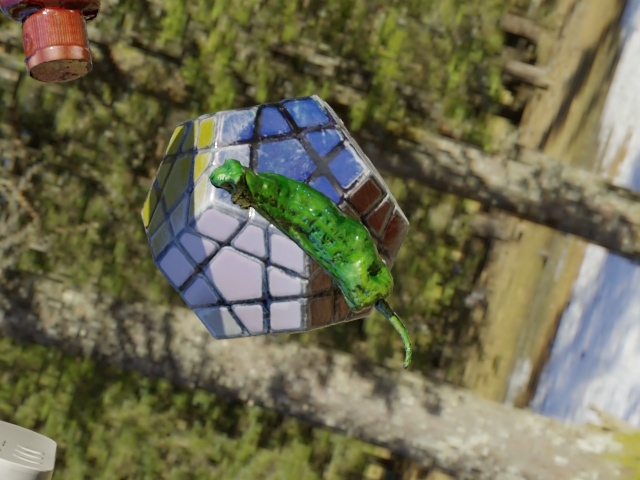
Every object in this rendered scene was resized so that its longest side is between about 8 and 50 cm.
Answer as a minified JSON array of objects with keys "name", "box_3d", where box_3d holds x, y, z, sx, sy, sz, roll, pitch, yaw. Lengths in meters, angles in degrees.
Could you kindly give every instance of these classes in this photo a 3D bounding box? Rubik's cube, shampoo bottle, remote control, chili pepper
[{"name":"Rubik's cube","box_3d":[-0.055,-0.026,1.473,0.264,0.319,0.319,105,-179,-63]},{"name":"shampoo bottle","box_3d":[-0.260,-0.280,1.155,0.064,0.102,0.260,-22,74,46]},{"name":"remote control","box_3d":[-0.258,0.174,1.020,0.245,0.077,0.022,166,126,-79]},{"name":"chili pepper","box_3d":[0.000,0.000,1.185,0.065,0.279,0.122,-40,26,24]}]

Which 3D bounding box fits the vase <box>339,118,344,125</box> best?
[{"name":"vase","box_3d":[-0.012,-0.153,1.880,0.053,0.101,0.053,163,90,-83]}]
